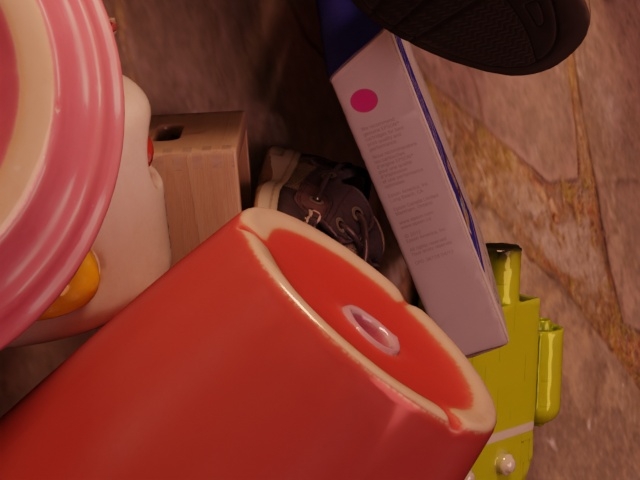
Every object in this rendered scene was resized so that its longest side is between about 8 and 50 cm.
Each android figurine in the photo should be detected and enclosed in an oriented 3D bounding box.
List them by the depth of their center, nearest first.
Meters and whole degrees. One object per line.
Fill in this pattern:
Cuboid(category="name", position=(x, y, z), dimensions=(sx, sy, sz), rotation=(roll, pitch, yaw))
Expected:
Cuboid(category="android figurine", position=(0.133, 0.143, 1.745), dimensions=(0.248, 0.056, 0.273), rotation=(-8, 102, -49))

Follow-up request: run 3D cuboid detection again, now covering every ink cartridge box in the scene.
Cuboid(category="ink cartridge box", position=(0.060, -0.097, 1.524), dimensions=(0.176, 0.069, 0.371), rotation=(-98, 169, -55))

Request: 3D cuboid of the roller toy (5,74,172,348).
Cuboid(category="roller toy", position=(-0.189, -0.018, 1.218), dimensions=(0.191, 0.209, 0.146), rotation=(-32, 122, -48))

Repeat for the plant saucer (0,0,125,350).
Cuboid(category="plant saucer", position=(-0.269, -0.076, 1.054), dimensions=(0.332, 0.084, 0.332), rotation=(1, 84, -11))

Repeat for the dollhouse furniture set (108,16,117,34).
Cuboid(category="dollhouse furniture set", position=(-0.156, -0.205, 1.270), dimensions=(0.183, 0.129, 0.129), rotation=(-18, 112, -46))

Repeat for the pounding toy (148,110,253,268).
Cuboid(category="pounding toy", position=(-0.094, 0.015, 1.414), dimensions=(0.181, 0.094, 0.206), rotation=(-87, 174, -74))

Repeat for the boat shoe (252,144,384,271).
Cuboid(category="boat shoe", position=(0.000, 0.000, 1.412), dimensions=(0.285, 0.092, 0.103), rotation=(-90, 175, -70))

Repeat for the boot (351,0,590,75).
Cuboid(category="boot", position=(0.047, -0.309, 1.346), dimensions=(0.377, 0.138, 0.284), rotation=(32, 44, -17))

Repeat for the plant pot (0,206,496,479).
Cuboid(category="plant pot", position=(-0.045, 0.132, 1.150), dimensions=(0.243, 0.275, 0.275), rotation=(-49, 141, 13))
